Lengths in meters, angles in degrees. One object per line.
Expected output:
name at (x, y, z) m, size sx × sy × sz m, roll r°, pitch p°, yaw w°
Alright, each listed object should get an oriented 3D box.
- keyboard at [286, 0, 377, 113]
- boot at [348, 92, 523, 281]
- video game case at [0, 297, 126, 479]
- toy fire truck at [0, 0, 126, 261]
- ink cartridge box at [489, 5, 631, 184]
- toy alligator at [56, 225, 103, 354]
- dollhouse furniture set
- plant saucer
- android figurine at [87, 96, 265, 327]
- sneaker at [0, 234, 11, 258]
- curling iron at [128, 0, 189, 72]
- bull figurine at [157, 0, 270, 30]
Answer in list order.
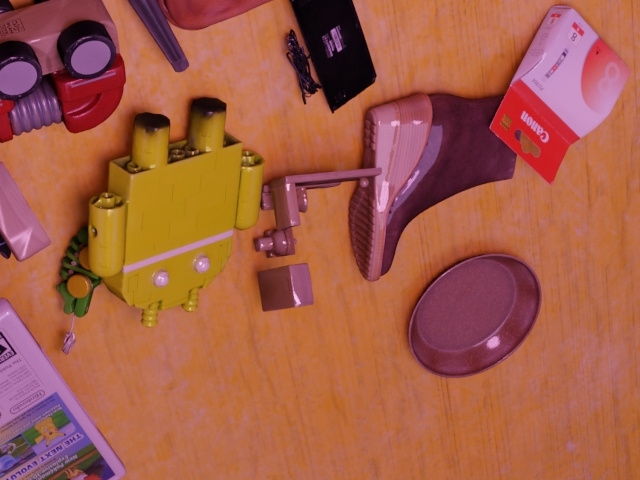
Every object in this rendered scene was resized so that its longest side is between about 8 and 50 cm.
keyboard at (-0.001, -0.232, 1.910) m, size 0.100 × 0.038 × 0.192 m, roll -36°, pitch 137°, yaw -13°
boot at (0.148, -0.066, 2.051) m, size 0.207 × 0.090 × 0.248 m, roll -5°, pitch 119°, yaw -21°
video game case at (-0.425, 0.254, 1.868) m, size 0.329 × 0.036 × 0.300 m, roll -32°, pitch 129°, yaw -6°
toy fire truck at (-0.311, -0.125, 1.765) m, size 0.217 × 0.158 × 0.246 m, roll -18°, pitch 139°, yaw -15°
ink cartridge box at (0.298, -0.177, 2.038) m, size 0.145 × 0.045 × 0.179 m, roll 38°, pitch 72°, yaw -38°
toy alligator at (-0.286, 0.047, 1.944) m, size 0.051 × 0.056 × 0.189 m, roll 29°, pitch 112°, yaw 7°
dollhouse furniture set at (0.000, 0.000, 1.990) m, size 0.123 × 0.144 × 0.151 m, roll -7°, pitch 87°, yaw -22°
plant saucer at (0.202, 0.095, 2.220) m, size 0.198 × 0.036 × 0.198 m, roll -13°, pitch 125°, yaw -19°
android figurine at (-0.170, -0.026, 1.912) m, size 0.248 × 0.056 × 0.273 m, roll -18°, pitch 127°, yaw -41°
sneaker at (-0.451, 0.013, 1.817) m, size 0.232 × 0.081 × 0.090 m, roll -18°, pitch 120°, yaw -16°
curling iron at (-0.221, -0.284, 1.749) m, size 0.068 × 0.035 × 0.274 m, roll -37°, pitch 123°, yaw 2°
bull figurine at (-0.043, -0.329, 1.751) m, size 0.310 × 0.101 × 0.188 m, roll -23°, pitch 124°, yaw 6°
